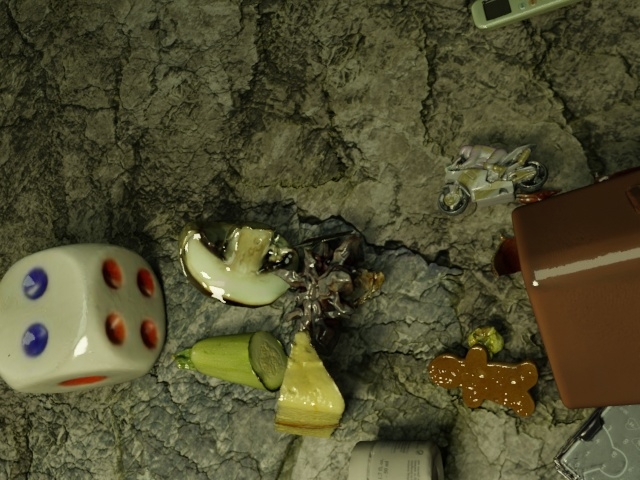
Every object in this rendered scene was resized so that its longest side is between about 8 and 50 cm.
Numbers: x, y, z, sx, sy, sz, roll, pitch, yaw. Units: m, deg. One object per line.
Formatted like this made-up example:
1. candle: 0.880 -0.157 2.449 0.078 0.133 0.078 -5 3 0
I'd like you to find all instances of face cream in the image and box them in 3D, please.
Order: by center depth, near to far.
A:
1. face cream: 0.146 0.461 1.029 0.153 0.177 0.177 -8 73 20

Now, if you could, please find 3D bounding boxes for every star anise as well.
1. star anise: -0.001 0.113 1.185 0.212 0.129 0.282 34 105 48

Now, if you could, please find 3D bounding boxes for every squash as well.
1. squash: -0.212 0.256 1.276 0.287 0.137 0.137 3 76 32

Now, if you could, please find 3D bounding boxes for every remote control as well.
1. remote control: 0.498 -0.550 1.249 0.309 0.038 0.090 -13 71 19

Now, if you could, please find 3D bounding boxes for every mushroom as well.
1. mushroom: -0.194 0.045 1.297 0.267 0.164 0.189 1 101 -12

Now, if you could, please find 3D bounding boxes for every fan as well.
1. fan: 0.000 0.000 1.204 0.132 0.220 0.009 -13 94 16

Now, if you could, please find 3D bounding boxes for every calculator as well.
1. calculator: 0.559 0.349 0.977 0.166 0.028 0.274 41 92 26

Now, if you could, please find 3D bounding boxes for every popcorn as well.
1. popcorn: 0.325 0.206 1.096 0.068 0.059 0.083 12 97 12

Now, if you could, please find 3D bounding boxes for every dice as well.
1. dice: -0.579 0.193 1.349 0.304 0.277 0.304 -18 68 20

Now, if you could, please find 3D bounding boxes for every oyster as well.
1. oyster: 0.084 0.107 1.219 0.148 0.051 0.103 -27 51 48

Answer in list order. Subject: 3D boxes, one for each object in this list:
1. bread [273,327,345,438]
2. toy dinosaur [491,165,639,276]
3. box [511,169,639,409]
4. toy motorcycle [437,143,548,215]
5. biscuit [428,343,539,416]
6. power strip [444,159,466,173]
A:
1. bread: -0.034 0.313 1.103 0.142 0.266 0.178 -39 68 -23
2. toy dinosaur: 0.486 -0.039 1.070 0.327 0.113 0.206 -11 69 18
3. box: 0.468 0.087 0.903 0.229 0.339 0.239 -15 29 22
4. toy motorcycle: 0.344 -0.143 1.159 0.225 0.073 0.152 -19 62 18
5. biscuit: 0.311 0.262 1.075 0.205 0.031 0.138 5 111 22
6. power strip: 0.318 -0.158 1.223 0.090 0.016 0.040 -25 67 14
